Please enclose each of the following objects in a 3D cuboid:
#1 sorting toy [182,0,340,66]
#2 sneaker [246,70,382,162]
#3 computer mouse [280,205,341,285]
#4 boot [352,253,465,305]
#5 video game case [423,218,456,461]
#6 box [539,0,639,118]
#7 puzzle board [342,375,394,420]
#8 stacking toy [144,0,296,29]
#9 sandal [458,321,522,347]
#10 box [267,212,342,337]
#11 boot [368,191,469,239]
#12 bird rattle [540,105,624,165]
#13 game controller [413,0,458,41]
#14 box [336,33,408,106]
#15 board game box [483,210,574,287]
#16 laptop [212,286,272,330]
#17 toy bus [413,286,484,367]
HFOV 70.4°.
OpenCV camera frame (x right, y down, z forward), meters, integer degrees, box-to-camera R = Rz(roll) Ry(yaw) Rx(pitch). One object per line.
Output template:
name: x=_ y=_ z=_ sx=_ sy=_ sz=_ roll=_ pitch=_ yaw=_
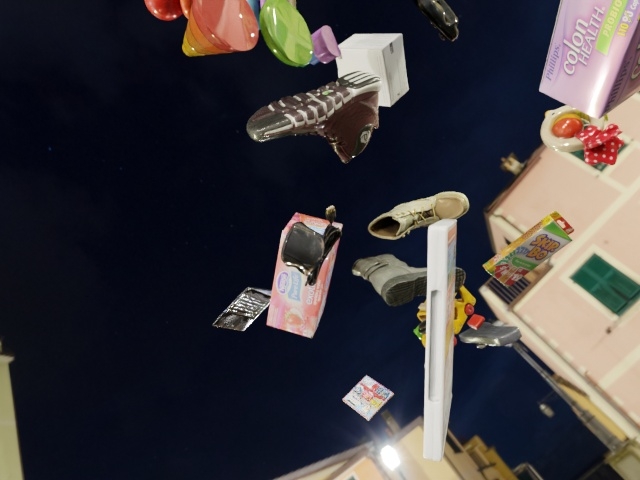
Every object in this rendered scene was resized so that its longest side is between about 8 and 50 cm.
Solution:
sorting toy: x=-0.113 y=-0.365 z=0.845 sx=0.126 sy=0.127 sz=0.365 roll=-17 pitch=0 yaw=39
sneaker: x=0.005 y=-0.209 z=0.892 sx=0.281 sy=0.106 sz=0.163 roll=-24 pitch=-49 yaw=-12
computer mouse: x=0.000 y=0.000 z=0.996 sx=0.184 sy=0.060 sz=0.262 roll=-66 pitch=-18 yaw=-13
boot: x=0.212 y=0.072 z=1.090 sx=0.246 sy=0.161 sz=0.084 roll=-5 pitch=-63 yaw=-26
video game case: x=0.168 y=0.117 z=0.629 sx=0.204 sy=0.025 sz=0.286 roll=-14 pitch=-75 yaw=-70
box: x=0.483 y=-0.348 z=0.688 sx=0.242 sy=0.117 sz=0.214 roll=-32 pitch=-37 yaw=-14
puzzle board: x=0.125 y=0.418 z=1.218 sx=0.096 sy=0.128 sz=0.011 roll=-39 pitch=-68 yaw=-19
stacking toy: x=-0.222 y=-0.536 z=1.007 sx=0.329 sy=0.141 sz=0.141 roll=2 pitch=-45 yaw=2
sandal: x=0.471 y=0.278 z=1.279 sx=0.097 sy=0.055 sz=0.254 roll=-24 pitch=-3 yaw=-9
box: x=-0.045 y=0.096 z=1.266 sx=0.154 sy=0.142 sz=0.300 roll=-63 pitch=-14 yaw=-65
boot: x=0.239 y=-0.058 z=1.113 sx=0.165 sy=0.213 sz=0.077 roll=-25 pitch=-78 yaw=-50
bird rattle: x=0.750 y=-0.320 z=1.308 sx=0.143 sy=0.206 sz=0.254 roll=30 pitch=-118 yaw=-47
game controller: x=0.272 y=-0.663 z=1.234 sx=0.166 sy=0.319 sz=0.067 roll=13 pitch=-46 yaw=-33
box: x=0.159 y=-0.527 z=1.401 sx=0.119 sy=0.181 sz=0.181 roll=-46 pitch=-42 yaw=-29
board game box: x=0.630 y=0.030 z=1.363 sx=0.124 sy=0.039 sz=0.259 roll=33 pitch=-66 yaw=-29
laptop: x=-0.190 y=0.247 z=1.553 sx=0.264 sy=0.136 sz=0.234 roll=-46 pitch=-23 yaw=0
toy bus: x=0.301 y=0.195 z=1.162 sx=0.191 sy=0.202 sz=0.104 roll=-41 pitch=-76 yaw=19
